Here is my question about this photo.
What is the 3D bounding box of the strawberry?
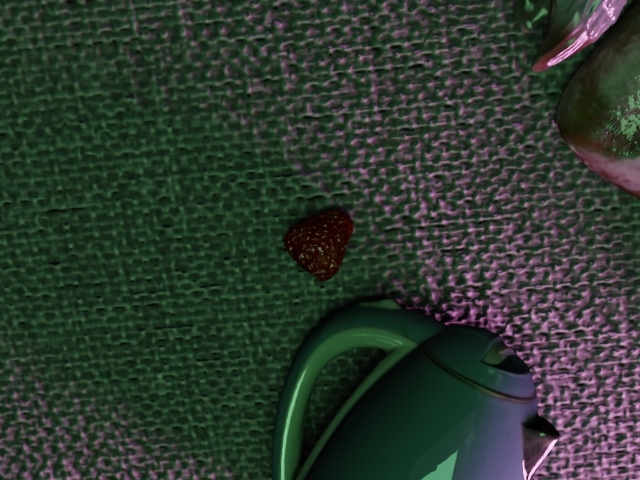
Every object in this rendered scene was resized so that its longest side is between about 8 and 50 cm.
[{"bbox_3d":[0.000,0.000,1.661,0.073,0.073,0.083,34,96,-12],"label":"strawberry"}]

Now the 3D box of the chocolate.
[{"bbox_3d":[0.394,-0.178,1.572,0.185,0.100,0.303,36,105,-9],"label":"chocolate"}]

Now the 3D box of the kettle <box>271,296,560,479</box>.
[{"bbox_3d":[0.088,0.238,1.684,0.319,0.247,0.342,27,104,17],"label":"kettle"}]

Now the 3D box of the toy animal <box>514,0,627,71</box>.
[{"bbox_3d":[0.289,-0.297,1.523,0.324,0.090,0.195,-18,101,6],"label":"toy animal"}]
